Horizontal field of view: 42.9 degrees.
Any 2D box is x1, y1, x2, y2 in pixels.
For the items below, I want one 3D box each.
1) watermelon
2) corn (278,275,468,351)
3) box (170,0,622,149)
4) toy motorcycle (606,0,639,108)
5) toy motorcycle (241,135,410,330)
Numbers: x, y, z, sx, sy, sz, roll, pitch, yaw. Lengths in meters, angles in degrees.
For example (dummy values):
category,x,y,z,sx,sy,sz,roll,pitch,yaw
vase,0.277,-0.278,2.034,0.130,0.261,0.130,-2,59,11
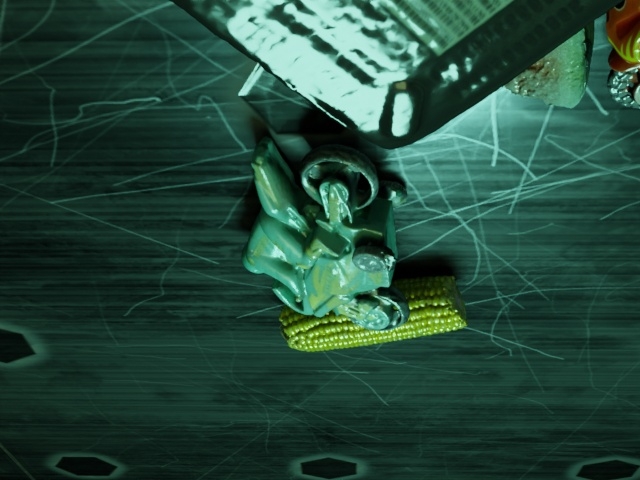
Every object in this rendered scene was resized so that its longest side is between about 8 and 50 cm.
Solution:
category,x,y,z,sx,sy,sz,roll,pitch,yaw
watermelon,0.174,-0.197,0.651,0.094,0.081,0.180,8,132,19
corn,0.064,0.096,1.059,0.249,0.081,0.081,-11,143,19
box,0.065,-0.199,0.522,0.289,0.073,0.290,-33,137,28
toy motorcycle,0.331,-0.200,0.618,0.171,0.089,0.298,26,138,-29
toy motorcycle,0.000,-0.001,0.916,0.199,0.109,0.296,6,140,15
